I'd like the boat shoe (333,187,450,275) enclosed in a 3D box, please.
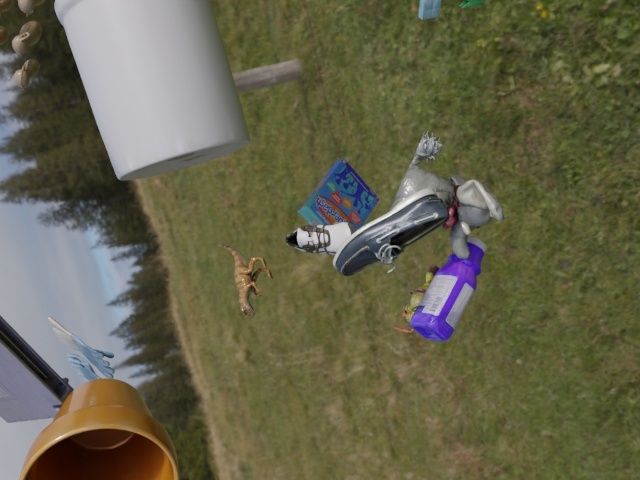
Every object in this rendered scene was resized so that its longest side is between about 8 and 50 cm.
[{"bbox_3d":[0.139,0.001,1.282,0.095,0.254,0.079,37,-158,-58],"label":"boat shoe"}]

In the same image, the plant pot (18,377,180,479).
[{"bbox_3d":[-0.315,0.303,0.942,0.188,0.205,0.205,-131,28,-65],"label":"plant pot"}]

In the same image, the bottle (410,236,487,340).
[{"bbox_3d":[0.339,0.120,1.669,0.092,0.283,0.118,40,160,-21],"label":"bottle"}]

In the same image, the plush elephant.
[{"bbox_3d":[0.312,-0.073,1.615,0.272,0.255,0.330,-41,-26,-74],"label":"plush elephant"}]

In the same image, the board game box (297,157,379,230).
[{"bbox_3d":[0.053,-0.095,1.748,0.160,0.210,0.047,47,144,-17],"label":"board game box"}]

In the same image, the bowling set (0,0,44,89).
[{"bbox_3d":[-0.831,-0.548,1.687,0.154,0.200,0.287,-98,22,-55],"label":"bowling set"}]

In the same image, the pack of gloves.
[{"bbox_3d":[-0.540,0.289,1.555,0.232,0.046,0.195,25,138,32],"label":"pack of gloves"}]

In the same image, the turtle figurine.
[{"bbox_3d":[0.300,0.165,1.886,0.087,0.217,0.269,39,155,-1],"label":"turtle figurine"}]

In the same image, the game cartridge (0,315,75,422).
[{"bbox_3d":[-0.682,0.242,1.340,0.355,0.230,0.068,60,-144,-30],"label":"game cartridge"}]

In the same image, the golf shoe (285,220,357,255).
[{"bbox_3d":[0.000,0.000,1.441,0.198,0.094,0.077,-10,84,53],"label":"golf shoe"}]

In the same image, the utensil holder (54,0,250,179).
[{"bbox_3d":[-0.351,-0.355,1.410,0.327,0.328,0.385,175,78,-73],"label":"utensil holder"}]

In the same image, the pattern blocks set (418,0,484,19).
[{"bbox_3d":[0.289,-0.619,1.315,0.324,0.285,0.026,77,167,-45],"label":"pattern blocks set"}]

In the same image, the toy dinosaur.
[{"bbox_3d":[-0.180,0.072,1.543,0.064,0.112,0.211,61,-169,-63],"label":"toy dinosaur"}]
